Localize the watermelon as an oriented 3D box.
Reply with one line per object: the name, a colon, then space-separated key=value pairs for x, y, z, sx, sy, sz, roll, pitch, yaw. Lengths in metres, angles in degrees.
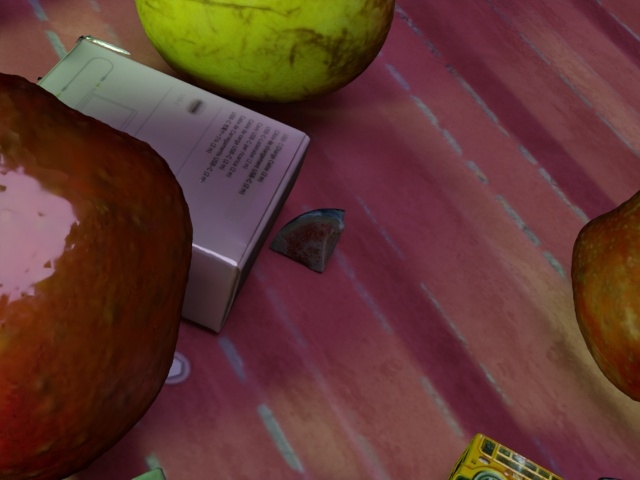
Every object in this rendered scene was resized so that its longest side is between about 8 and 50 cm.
watermelon: x=0.000 y=0.000 z=0.894 sx=0.085 sy=0.085 sz=0.061 roll=-12 pitch=88 yaw=-31

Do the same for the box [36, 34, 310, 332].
box: x=-0.161 y=-0.059 z=0.847 sx=0.252 sy=0.106 sz=0.203 roll=22 pitch=43 yaw=1

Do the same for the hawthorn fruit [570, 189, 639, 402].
hawthorn fruit: x=0.347 y=0.070 z=0.863 sx=0.205 sy=0.205 sz=0.253 roll=6 pitch=51 yaw=-17

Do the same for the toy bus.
toy bus: x=0.178 y=0.227 z=0.735 sx=0.162 sy=0.069 sz=0.074 roll=29 pitch=42 yaw=8

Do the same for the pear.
pear: x=-0.059 y=-0.281 z=0.992 sx=0.281 sy=0.280 sz=0.280 roll=11 pitch=45 yaw=-12

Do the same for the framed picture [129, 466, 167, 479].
framed picture: x=-0.204 y=0.330 z=0.419 sx=0.446 sy=0.028 sz=0.326 roll=-19 pitch=56 yaw=-27

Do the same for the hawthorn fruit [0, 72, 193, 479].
hawthorn fruit: x=-0.239 y=0.051 z=0.603 sx=0.287 sy=0.287 sz=0.330 roll=16 pitch=53 yaw=-7

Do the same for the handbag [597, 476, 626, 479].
handbag: x=0.269 y=0.276 z=0.631 sx=0.208 sy=0.228 sz=0.127 roll=6 pitch=12 yaw=-13
